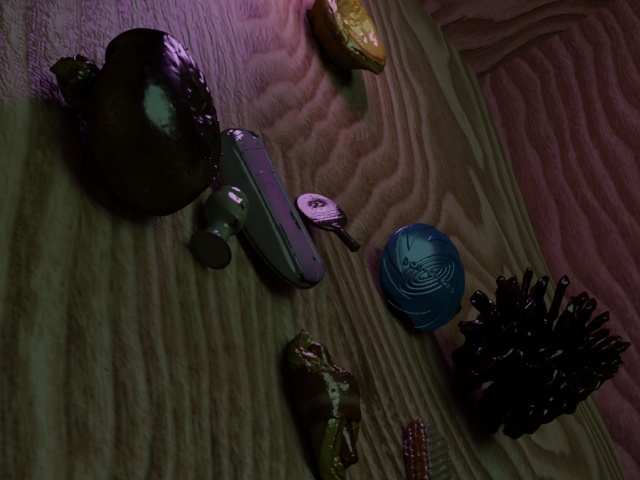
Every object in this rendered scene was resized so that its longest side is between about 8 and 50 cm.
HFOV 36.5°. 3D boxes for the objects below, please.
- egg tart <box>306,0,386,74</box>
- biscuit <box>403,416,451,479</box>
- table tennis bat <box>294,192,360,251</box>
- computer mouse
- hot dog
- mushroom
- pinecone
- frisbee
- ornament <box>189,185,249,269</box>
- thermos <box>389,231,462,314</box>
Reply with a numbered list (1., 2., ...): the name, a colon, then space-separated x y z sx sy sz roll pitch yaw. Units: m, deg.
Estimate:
1. egg tart: 0.060 -0.563 2.610 0.315 0.120 0.315 46 27 -32
2. biscuit: 0.197 0.477 1.717 0.094 0.054 0.378 49 24 -28
3. table tennis bat: 0.000 0.000 1.929 0.107 0.119 0.170 -12 48 -42
4. computer mouse: -0.094 -0.051 1.685 0.310 0.072 0.158 62 20 2
5. hot dog: 0.015 0.250 1.531 0.123 0.093 0.261 21 45 -59
6. mushroom: -0.242 -0.179 1.384 0.278 0.163 0.297 46 28 -36
7. pinecone: 0.480 0.243 2.194 0.398 0.398 0.397 48 25 -31
8. frisbee: 0.233 0.079 2.135 0.242 0.045 0.242 6 78 -32
9. ornament: -0.152 -0.029 1.522 0.075 0.081 0.156 48 29 -20
10. thermos: 0.223 0.083 2.208 0.232 0.099 0.124 57 33 -14
